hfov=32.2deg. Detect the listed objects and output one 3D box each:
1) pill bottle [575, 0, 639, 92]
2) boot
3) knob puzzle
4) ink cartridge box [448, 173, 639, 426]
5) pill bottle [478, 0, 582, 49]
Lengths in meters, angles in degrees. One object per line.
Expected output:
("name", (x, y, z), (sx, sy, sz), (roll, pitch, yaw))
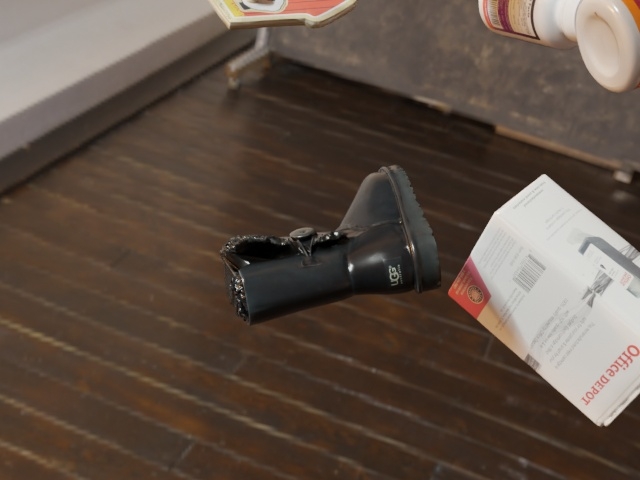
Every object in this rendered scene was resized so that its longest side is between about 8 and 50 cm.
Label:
("pill bottle", (0.417, -0.259, 1.273), (0.221, 0.121, 0.121), (-21, 38, -12))
("boot", (0.000, 0.000, 1.138), (0.207, 0.094, 0.246), (-9, 23, -3))
("knob puzzle", (-0.039, -0.290, 1.193), (0.213, 0.030, 0.213), (7, 39, -6))
("ink cartridge box", (0.259, 0.064, 1.135), (0.218, 0.158, 0.092), (44, 56, 16))
("pill bottle", (0.315, -0.322, 1.525), (0.108, 0.108, 0.193), (-4, 20, -29))
